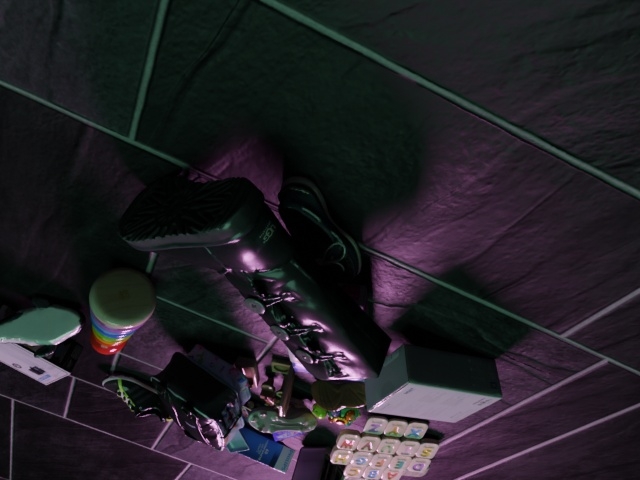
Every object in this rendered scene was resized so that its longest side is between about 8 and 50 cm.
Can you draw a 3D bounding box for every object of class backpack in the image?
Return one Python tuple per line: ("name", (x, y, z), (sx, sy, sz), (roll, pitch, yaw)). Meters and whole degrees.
("backpack", (-0.293, 0.406, 1.550), (0.225, 0.191, 0.253), (26, 140, 26))

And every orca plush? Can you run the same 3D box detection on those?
("orca plush", (-0.727, 0.236, 1.567), (0.287, 0.151, 0.102), (-27, 170, 2))

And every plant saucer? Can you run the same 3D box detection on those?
("plant saucer", (-0.265, 0.514, 1.709), (0.067, 0.018, 0.192), (-17, 108, 22))

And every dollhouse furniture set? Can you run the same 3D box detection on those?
("dollhouse furniture set", (-0.151, 0.381, 1.544), (0.151, 0.123, 0.144), (9, 140, 8))

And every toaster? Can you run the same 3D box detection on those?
("toaster", (-0.002, 0.741, 1.896), (0.110, 0.185, 0.168), (-14, 124, 28))

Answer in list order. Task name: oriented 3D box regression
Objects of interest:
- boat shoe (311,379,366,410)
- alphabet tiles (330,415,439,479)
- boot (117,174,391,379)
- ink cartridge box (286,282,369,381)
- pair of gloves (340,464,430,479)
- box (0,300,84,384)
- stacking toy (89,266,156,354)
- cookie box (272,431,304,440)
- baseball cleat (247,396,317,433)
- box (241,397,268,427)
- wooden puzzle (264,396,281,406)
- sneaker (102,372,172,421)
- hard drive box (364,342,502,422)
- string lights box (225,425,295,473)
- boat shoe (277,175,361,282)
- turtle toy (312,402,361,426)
("boat shoe", (0.063, 0.371, 1.499), (0.073, 0.080, 0.223), (-11, 174, -38))
("alphabet tiles", (0.176, 0.581, 1.677), (0.284, 0.021, 0.278), (10, 127, -11))
("boot", (-0.117, 0.081, 1.112), (0.367, 0.146, 0.445), (8, 149, 47))
("ink cartridge box", (0.014, 0.200, 1.325), (0.186, 0.065, 0.311), (5, 138, 12))
("pair of gloves", (0.189, 0.711, 1.827), (0.204, 0.042, 0.240), (19, 134, -15))
("box", (-0.830, 0.281, 1.682), (0.169, 0.087, 0.290), (-25, 126, 38))
("stacking toy", (-0.487, 0.189, 1.432), (0.141, 0.141, 0.330), (26, 144, -13))
("cookie box", (-0.095, 0.523, 1.735), (0.092, 0.040, 0.107), (-13, 140, -7))
("baseball cleat", (-0.110, 0.464, 1.625), (0.206, 0.109, 0.072), (20, 105, -30))
("box", (-0.247, 0.472, 1.754), (0.207, 0.036, 0.114), (34, 138, -21))
("wooden puzzle", (-0.126, 0.457, 1.720), (0.083, 0.006, 0.049), (-13, 133, 31))
("sneaker", (-0.539, 0.469, 1.799), (0.235, 0.097, 0.084), (20, 140, -5))
("hard drive box", (0.240, 0.315, 1.320), (0.232, 0.089, 0.181), (13, 142, -21))
("string lights box", (-0.219, 0.604, 1.837), (0.260, 0.076, 0.133), (30, 165, -16))
("boat shoe", (0.000, 0.000, 1.076), (0.095, 0.079, 0.254), (-5, 136, 24))
("turtle toy", (0.043, 0.449, 1.606), (0.130, 0.066, 0.095), (15, 141, 1))
